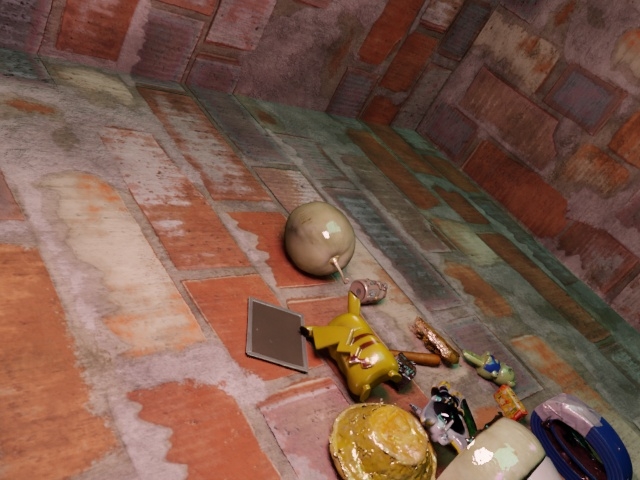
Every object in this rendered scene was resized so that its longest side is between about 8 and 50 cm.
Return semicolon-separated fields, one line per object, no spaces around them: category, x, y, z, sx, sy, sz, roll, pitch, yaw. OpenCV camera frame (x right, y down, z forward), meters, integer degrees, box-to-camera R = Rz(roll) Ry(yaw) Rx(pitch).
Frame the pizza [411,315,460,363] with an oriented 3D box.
pizza;0.405;0.363;2.084;0.226;0.069;0.147;44;5;20

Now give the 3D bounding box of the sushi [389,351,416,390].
sushi;0.252;0.419;1.842;0.084;0.094;0.098;40;13;7

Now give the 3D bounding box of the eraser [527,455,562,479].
eraser;0.673;0.767;1.701;0.174;0.094;0.270;15;32;-28

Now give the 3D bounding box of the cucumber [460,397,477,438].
cucumber;0.482;0.588;1.862;0.036;0.033;0.184;46;20;-30

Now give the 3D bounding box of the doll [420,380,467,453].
doll;0.358;0.503;1.676;0.145;0.103;0.316;64;21;-4

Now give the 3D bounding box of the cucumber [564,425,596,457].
cucumber;0.874;0.698;2.020;0.086;0.115;0.193;-30;62;-10

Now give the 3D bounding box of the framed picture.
framed picture;-0.133;0.283;1.759;0.197;0.014;0.252;21;30;-19

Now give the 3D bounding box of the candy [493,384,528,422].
candy;0.666;0.573;2.030;0.038;0.062;0.122;10;34;-34

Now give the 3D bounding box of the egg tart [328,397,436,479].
egg tart;0.181;0.545;1.532;0.342;0.132;0.341;23;31;-15

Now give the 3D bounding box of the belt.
belt;0.856;0.675;1.903;0.117;0.212;0.347;-5;49;-46

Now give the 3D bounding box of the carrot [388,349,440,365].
carrot;0.313;0.398;1.985;0.248;0.043;0.043;14;33;-27

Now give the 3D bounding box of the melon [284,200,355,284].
melon;-0.007;-0.007;2.094;0.272;0.271;0.308;12;6;-32

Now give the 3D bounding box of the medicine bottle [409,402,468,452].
medicine bottle;0.351;0.558;1.754;0.199;0.057;0.058;36;29;8

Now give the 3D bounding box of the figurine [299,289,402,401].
figurine;0.093;0.325;1.754;0.218;0.169;0.326;-25;38;-14

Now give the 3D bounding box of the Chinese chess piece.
Chinese chess piece;0.396;0.595;1.434;0.349;0.349;0.146;-6;40;-49

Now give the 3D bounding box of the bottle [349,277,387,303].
bottle;0.189;0.186;2.143;0.152;0.098;0.099;3;40;-42

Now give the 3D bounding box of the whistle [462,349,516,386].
whistle;0.626;0.465;2.138;0.228;0.085;0.105;30;19;-2
